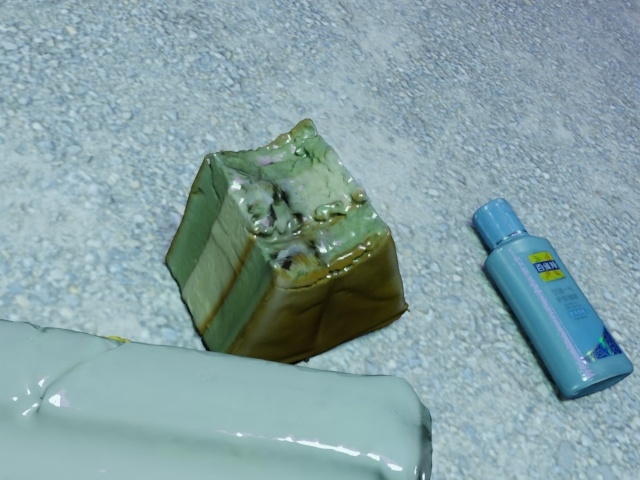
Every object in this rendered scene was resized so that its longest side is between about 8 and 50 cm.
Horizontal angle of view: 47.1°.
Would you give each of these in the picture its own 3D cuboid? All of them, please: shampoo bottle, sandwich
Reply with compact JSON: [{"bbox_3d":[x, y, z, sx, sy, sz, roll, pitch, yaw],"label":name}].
[{"bbox_3d":[0.265,0.061,0.883,0.104,0.061,0.258,-6,56,-33],"label":"shampoo bottle"},{"bbox_3d":[0.000,-0.001,0.698,0.228,0.198,0.155,-13,59,-35],"label":"sandwich"}]

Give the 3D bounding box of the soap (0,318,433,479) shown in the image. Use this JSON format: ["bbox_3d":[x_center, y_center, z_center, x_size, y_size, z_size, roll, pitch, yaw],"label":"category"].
[{"bbox_3d":[-0.171,0.221,0.346,0.436,0.212,0.350,7,44,-3],"label":"soap"}]

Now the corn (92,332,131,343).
[{"bbox_3d":[-0.082,0.185,0.573,0.292,0.101,0.101,35,45,-1],"label":"corn"}]
